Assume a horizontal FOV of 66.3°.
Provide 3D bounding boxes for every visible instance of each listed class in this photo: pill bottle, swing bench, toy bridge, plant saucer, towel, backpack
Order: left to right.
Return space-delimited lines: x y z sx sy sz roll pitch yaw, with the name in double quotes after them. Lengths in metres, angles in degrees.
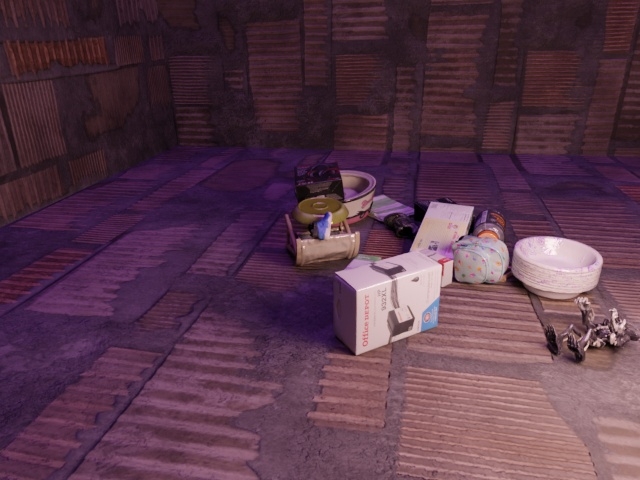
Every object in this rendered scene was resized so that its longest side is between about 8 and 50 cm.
-0.002 -0.129 2.034 0.241 0.037 0.241 0 28 0 "plant saucer"
0.000 0.000 2.005 0.253 0.165 0.255 -7 29 -13 "swing bench"
0.335 -0.164 2.516 0.248 0.038 0.325 -14 26 -29 "towel"
0.577 0.073 1.774 0.188 0.166 0.144 3 23 30 "backpack"
0.714 -0.035 2.076 0.130 0.130 0.246 7 25 20 "pill bottle"
0.707 0.109 1.871 0.063 0.026 0.188 8 26 19 "toy bridge"

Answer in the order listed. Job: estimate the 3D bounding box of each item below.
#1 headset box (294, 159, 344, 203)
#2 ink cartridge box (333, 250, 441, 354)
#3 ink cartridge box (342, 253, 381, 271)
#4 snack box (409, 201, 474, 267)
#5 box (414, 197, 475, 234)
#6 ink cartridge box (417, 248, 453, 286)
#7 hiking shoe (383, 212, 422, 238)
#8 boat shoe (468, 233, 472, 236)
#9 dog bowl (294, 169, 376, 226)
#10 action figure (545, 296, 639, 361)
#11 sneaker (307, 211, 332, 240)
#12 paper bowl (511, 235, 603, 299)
-0.011 -0.280 2.320 0.218 0.110 0.293 -8 28 1 "headset box"
0.202 0.183 1.481 0.307 0.223 0.129 -13 27 -25 "ink cartridge box"
0.127 0.159 1.627 0.093 0.154 0.212 8 25 22 "ink cartridge box"
0.506 -0.030 2.028 0.187 0.060 0.322 10 48 25 "snack box"
0.570 -0.106 2.283 0.184 0.103 0.261 -10 25 -9 "box"
0.421 0.099 1.819 0.056 0.099 0.135 -17 28 -32 "ink cartridge box"
0.365 -0.066 2.224 0.114 0.086 0.227 -19 29 -42 "hiking shoe"
0.628 0.017 2.075 0.042 0.049 0.133 -22 21 26 "boat shoe"
0.080 -0.209 2.442 0.408 0.150 0.408 -6 28 3 "dog bowl"
0.797 0.247 1.407 0.275 0.141 0.164 -13 14 -22 "action figure"
-0.004 -0.063 1.876 0.084 0.058 0.152 11 44 -4 "sneaker"
0.822 0.103 1.726 0.284 0.148 0.284 -1 23 0 "paper bowl"
